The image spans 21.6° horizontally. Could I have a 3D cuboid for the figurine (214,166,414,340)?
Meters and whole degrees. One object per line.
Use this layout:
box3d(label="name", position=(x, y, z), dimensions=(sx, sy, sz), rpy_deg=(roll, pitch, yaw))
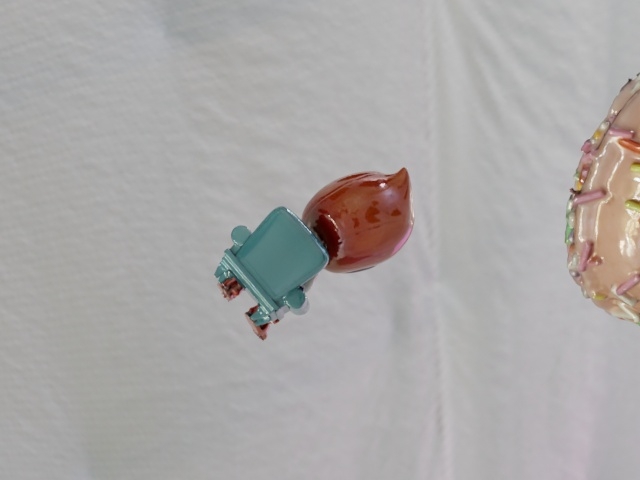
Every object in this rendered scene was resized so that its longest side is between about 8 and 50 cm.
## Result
box3d(label="figurine", position=(0.000, 0.000, 1.074), dimensions=(0.140, 0.068, 0.075), rpy_deg=(-36, -14, -9))

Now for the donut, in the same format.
box3d(label="donut", position=(0.178, -0.023, 0.849), dimensions=(0.117, 0.065, 0.166), rpy_deg=(-7, -61, -37))
